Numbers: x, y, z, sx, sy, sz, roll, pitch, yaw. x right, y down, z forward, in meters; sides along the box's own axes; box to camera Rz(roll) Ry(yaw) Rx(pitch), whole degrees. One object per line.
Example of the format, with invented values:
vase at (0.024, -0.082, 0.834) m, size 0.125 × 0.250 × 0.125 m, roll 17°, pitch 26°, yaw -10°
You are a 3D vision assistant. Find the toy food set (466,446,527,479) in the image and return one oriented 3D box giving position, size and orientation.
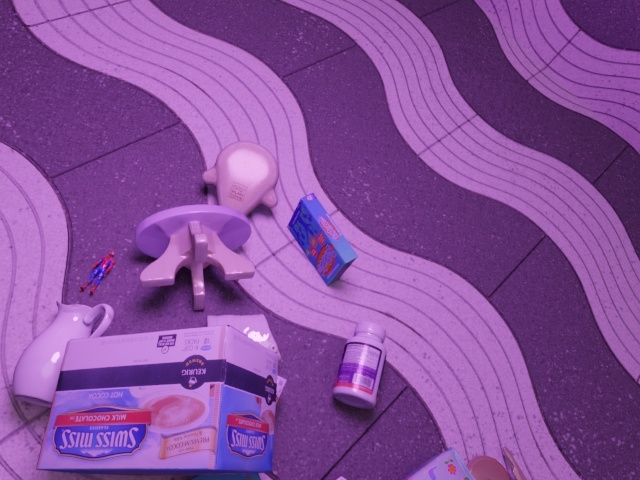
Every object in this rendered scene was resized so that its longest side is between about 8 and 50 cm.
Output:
toy food set at (0.414, 0.606, 1.162) m, size 0.192 × 0.038 × 0.132 m, roll -16°, pitch 62°, yaw -20°

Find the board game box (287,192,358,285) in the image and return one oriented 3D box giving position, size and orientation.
board game box at (0.000, 0.000, 1.263) m, size 0.047 × 0.160 × 0.210 m, roll -28°, pitch 74°, yaw -29°

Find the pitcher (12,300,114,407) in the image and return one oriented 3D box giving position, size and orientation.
pitcher at (-0.517, 0.226, 0.960) m, size 0.125 × 0.177 × 0.207 m, roll 47°, pitch 43°, yaw -41°

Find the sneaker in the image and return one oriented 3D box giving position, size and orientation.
sneaker at (-0.166, 0.303, 1.075) m, size 0.169 × 0.108 × 0.292 m, roll -3°, pitch 63°, yaw -17°

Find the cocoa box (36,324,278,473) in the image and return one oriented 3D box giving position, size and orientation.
cocoa box at (-0.281, 0.310, 0.874) m, size 0.347 × 0.231 × 0.228 m, roll -8°, pitch 62°, yaw 15°

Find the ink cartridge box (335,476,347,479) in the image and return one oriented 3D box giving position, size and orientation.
ink cartridge box at (0.087, 0.603, 0.920) m, size 0.218 × 0.159 × 0.092 m, roll 23°, pitch 8°, yaw 29°

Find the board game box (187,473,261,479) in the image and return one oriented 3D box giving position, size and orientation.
board game box at (-0.240, 0.600, 0.885) m, size 0.336 × 0.079 × 0.254 m, roll -19°, pitch 61°, yaw -26°

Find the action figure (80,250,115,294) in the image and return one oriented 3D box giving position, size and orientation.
action figure at (-0.525, 0.072, 1.120) m, size 0.038 × 0.030 × 0.115 m, roll 22°, pitch 56°, yaw -1°

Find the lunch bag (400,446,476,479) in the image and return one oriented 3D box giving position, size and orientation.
lunch bag at (0.269, 0.629, 1.009) m, size 0.223 × 0.160 × 0.262 m, roll -20°, pitch 62°, yaw -28°

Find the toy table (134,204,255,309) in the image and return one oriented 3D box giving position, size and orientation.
toy table at (-0.290, 0.029, 1.113) m, size 0.274 × 0.252 × 0.161 m, roll -12°, pitch 51°, yaw -12°

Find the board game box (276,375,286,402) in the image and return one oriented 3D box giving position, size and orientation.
board game box at (-0.129, 0.386, 1.045) m, size 0.026 × 0.103 × 0.154 m, roll 28°, pitch 57°, yaw -3°

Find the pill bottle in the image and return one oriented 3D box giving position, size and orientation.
pill bottle at (0.105, 0.306, 1.167) m, size 0.108 × 0.108 × 0.193 m, roll 23°, pitch 58°, yaw -6°

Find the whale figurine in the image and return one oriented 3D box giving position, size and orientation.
whale figurine at (-0.222, -0.135, 1.295) m, size 0.216 × 0.141 × 0.272 m, roll 19°, pitch 83°, yaw -9°
